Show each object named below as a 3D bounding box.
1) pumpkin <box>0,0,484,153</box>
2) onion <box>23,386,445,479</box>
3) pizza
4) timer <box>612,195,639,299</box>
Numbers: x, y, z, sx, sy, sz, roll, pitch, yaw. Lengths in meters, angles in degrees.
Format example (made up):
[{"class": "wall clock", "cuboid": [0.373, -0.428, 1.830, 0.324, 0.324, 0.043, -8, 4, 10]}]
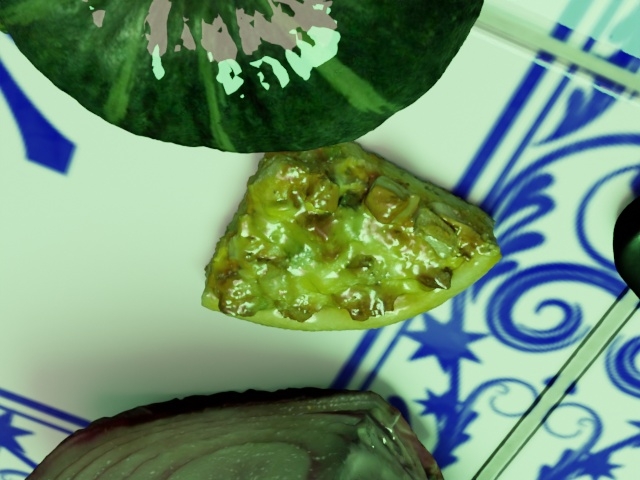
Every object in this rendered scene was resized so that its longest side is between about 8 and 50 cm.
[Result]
[{"class": "pumpkin", "cuboid": [-0.033, -0.134, 0.487, 0.211, 0.152, 0.211, 5, 113, 13]}, {"class": "onion", "cuboid": [-0.045, 0.223, 0.730, 0.256, 0.272, 0.230, 12, 131, 45]}, {"class": "pizza", "cuboid": [0.000, 0.001, 0.659, 0.175, 0.046, 0.134, -19, 124, 25]}, {"class": "timer", "cuboid": [0.249, 0.030, 0.632, 0.144, 0.055, 0.187, -29, 119, 30]}]
